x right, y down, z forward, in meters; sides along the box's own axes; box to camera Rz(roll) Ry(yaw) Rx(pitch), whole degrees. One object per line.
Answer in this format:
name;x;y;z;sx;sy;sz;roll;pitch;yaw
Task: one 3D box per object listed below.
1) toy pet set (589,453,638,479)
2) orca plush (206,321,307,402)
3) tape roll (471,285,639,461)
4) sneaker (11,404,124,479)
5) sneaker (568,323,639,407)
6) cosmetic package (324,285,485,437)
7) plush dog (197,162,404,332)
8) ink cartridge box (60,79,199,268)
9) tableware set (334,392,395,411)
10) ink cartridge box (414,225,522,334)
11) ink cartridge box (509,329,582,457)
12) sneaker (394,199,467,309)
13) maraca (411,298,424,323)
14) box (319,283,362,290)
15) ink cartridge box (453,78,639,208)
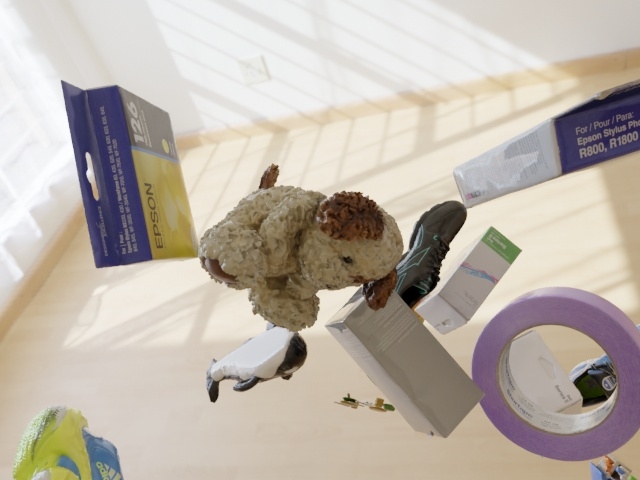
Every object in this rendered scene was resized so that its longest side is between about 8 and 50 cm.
toy pet set;0.529;0.433;1.127;0.065;0.122;0.114;-55;11;5
orca plush;-0.104;0.244;1.151;0.287;0.102;0.151;-37;23;32
tape roll;0.398;0.219;1.051;0.274;0.275;0.090;3;10;28
sneaker;-0.250;0.288;0.620;0.091;0.126;0.240;-23;44;27
sneaker;0.733;0.318;1.525;0.130;0.330;0.147;50;35;13
cosmetic package;0.126;0.186;0.985;0.107;0.238;0.127;-44;4;-18
plush dog;0.000;0.000;0.833;0.225;0.262;0.211;5;65;22
ink cartridge box;-0.319;-0.108;1.110;0.072;0.304;0.307;-12;-1;7
tableware set;0.112;0.397;1.539;0.154;0.104;0.024;-24;48;56
ink cartridge box;0.319;0.090;1.371;0.093;0.154;0.212;39;68;5
ink cartridge box;0.520;0.370;1.509;0.114;0.273;0.198;-27;51;1
sneaker;0.208;0.043;1.232;0.267;0.101;0.106;-52;38;6
maraca;0.239;0.171;1.778;0.127;0.186;0.099;1;-6;-14
box;0.030;0.040;1.614;0.156;0.093;0.158;-5;71;-19
ink cartridge box;0.360;-0.130;0.716;0.324;0.071;0.330;-18;0;-10
